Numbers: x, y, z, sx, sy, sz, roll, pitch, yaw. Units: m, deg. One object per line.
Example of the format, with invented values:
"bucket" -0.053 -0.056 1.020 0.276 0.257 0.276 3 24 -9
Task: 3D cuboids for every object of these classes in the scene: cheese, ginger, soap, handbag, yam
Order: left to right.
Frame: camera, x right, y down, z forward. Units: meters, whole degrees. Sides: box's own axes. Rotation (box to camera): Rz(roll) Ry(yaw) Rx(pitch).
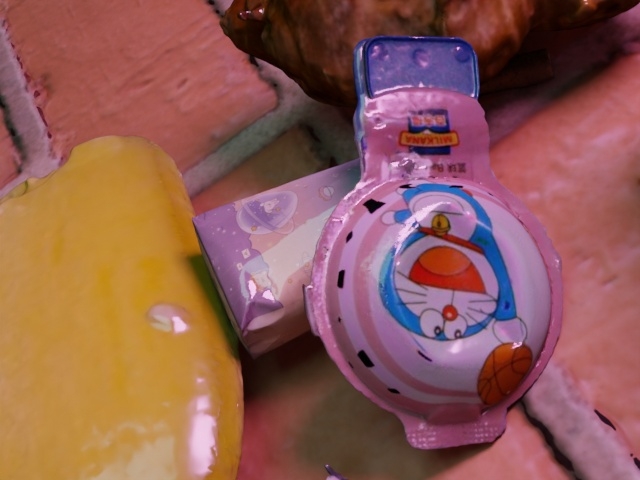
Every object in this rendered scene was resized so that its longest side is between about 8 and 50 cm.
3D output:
"soap" -0.205 0.117 0.834 0.306 0.115 0.427 -21 47 7
"handbag" 0.000 0.000 0.805 0.173 0.095 0.117 -23 61 -7
"cheese" 0.077 -0.003 0.728 0.188 0.074 0.286 -1 80 -16
"ginger" 0.094 -0.221 0.879 0.357 0.152 0.274 -25 30 -1
"yam" 0.125 -0.132 0.903 0.145 0.032 0.032 -13 49 22

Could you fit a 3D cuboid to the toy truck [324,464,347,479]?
"toy truck" -0.106 0.275 0.582 0.387 0.207 0.173 -26 46 8
